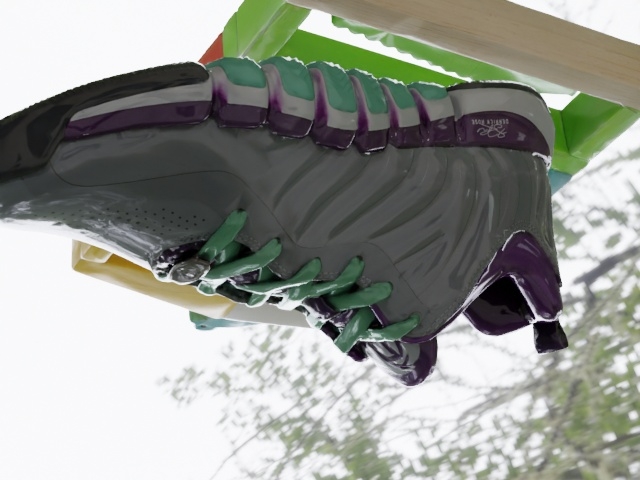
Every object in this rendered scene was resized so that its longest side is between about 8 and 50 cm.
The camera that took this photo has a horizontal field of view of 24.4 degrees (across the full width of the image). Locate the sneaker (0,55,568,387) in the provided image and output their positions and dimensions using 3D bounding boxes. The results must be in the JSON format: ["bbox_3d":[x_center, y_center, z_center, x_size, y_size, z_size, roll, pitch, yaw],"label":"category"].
[{"bbox_3d":[0.000,0.000,0.469,0.224,0.083,0.098,-4,-104,-36],"label":"sneaker"}]

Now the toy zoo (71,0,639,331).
[{"bbox_3d":[0.002,-0.024,0.735,0.192,0.293,0.030,14,-126,-27],"label":"toy zoo"}]
